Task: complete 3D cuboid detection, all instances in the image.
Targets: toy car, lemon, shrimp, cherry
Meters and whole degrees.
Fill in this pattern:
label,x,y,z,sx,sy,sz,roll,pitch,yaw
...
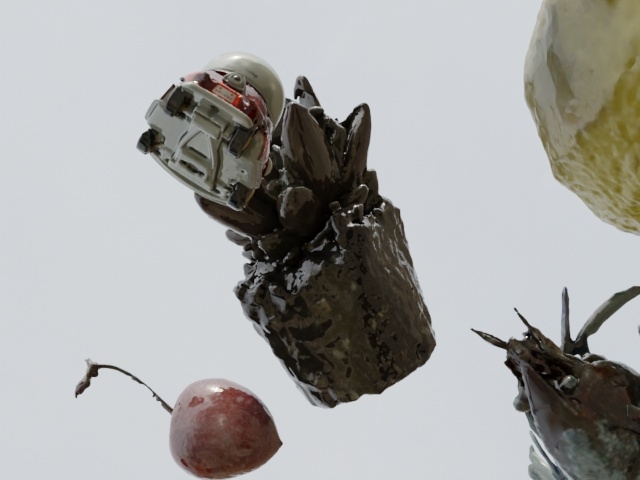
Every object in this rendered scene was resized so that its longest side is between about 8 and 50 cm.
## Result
label,x,y,z,sx,sy,sz,roll,pitch,yaw
toy car,-0.076,-0.107,1.404,0.112,0.112,0.139,-56,-3,-28
lemon,0.293,-0.141,1.296,0.268,0.268,0.322,-43,-18,-30
shrimp,0.274,0.180,1.304,0.410,0.221,0.166,51,-145,-10
cherry,-0.149,0.188,1.755,0.090,0.225,0.107,51,-130,-77

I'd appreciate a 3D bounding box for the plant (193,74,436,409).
label,x,y,z,sx,sy,sz,roll,pitch,yaw
plant,0.000,0.000,1.742,0.321,0.194,0.181,64,-161,-10
